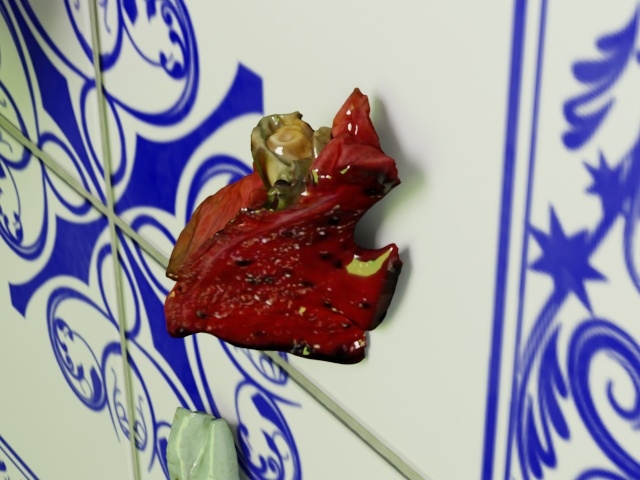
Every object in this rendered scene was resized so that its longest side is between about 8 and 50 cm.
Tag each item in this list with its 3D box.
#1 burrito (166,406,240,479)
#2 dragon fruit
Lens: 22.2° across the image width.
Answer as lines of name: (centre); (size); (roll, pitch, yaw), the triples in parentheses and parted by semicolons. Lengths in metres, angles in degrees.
burrito: (-0.075, 0.161, 1.091); (0.074, 0.044, 0.118); (25, 134, 55)
dragon fruit: (-0.017, 0.005, 0.832); (0.122, 0.092, 0.192); (61, 150, 10)
